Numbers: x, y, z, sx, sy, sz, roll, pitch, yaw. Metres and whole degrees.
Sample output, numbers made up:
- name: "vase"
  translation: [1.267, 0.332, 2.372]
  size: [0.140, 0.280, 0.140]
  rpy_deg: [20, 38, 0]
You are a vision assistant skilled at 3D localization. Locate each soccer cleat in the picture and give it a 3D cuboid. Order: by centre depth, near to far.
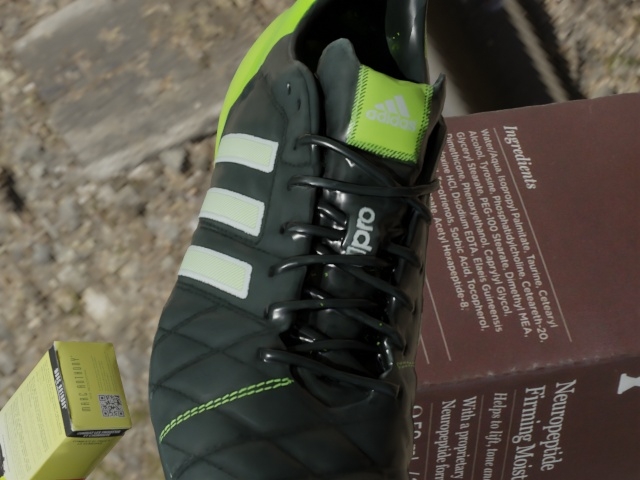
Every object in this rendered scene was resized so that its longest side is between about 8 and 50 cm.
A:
- name: "soccer cleat"
  translation: [0.000, 0.000, 0.396]
  size: [0.060, 0.179, 0.072]
  rpy_deg: [18, 136, -17]

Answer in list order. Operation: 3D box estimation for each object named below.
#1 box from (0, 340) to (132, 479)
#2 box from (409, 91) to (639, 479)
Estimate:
- name: "box"
  translation: [-0.240, 0.180, 1.467]
  size: [0.232, 0.058, 0.087]
  rpy_deg: [-48, 49, 41]
- name: "box"
  translation: [0.105, 0.044, 0.892]
  size: [0.203, 0.167, 0.168]
  rpy_deg: [-8, 141, -7]
